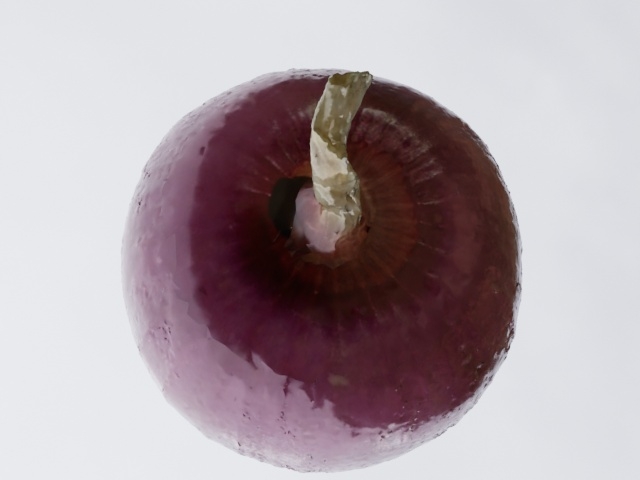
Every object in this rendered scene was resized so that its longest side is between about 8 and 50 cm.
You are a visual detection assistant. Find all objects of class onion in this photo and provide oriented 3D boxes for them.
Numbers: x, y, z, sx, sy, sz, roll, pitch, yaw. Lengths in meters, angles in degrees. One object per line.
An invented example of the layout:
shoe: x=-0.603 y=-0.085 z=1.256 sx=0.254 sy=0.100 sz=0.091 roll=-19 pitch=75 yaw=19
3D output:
onion: x=-0.007 y=0.022 z=1.160 sx=0.358 sy=0.358 sz=0.345 roll=65 pitch=-163 yaw=10
